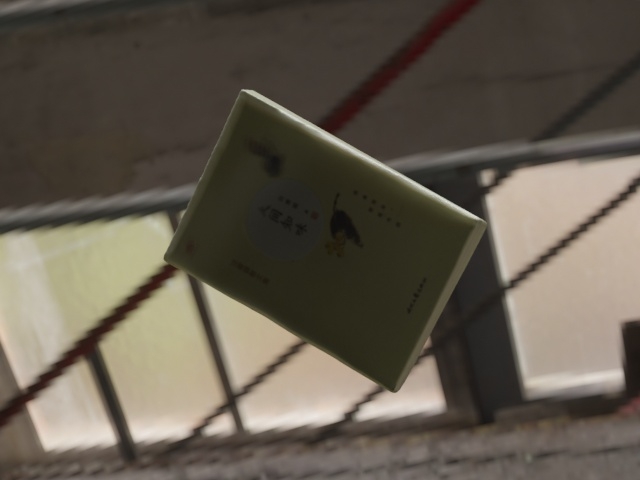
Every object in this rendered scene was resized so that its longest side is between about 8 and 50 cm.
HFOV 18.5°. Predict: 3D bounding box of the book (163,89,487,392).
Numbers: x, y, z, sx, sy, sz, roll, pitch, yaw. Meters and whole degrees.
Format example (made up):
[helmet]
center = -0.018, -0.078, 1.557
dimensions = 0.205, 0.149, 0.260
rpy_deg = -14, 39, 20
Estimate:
[book]
center = 0.000, 0.000, 0.769
dimensions = 0.111, 0.077, 0.014
rpy_deg = 30, 12, 15
